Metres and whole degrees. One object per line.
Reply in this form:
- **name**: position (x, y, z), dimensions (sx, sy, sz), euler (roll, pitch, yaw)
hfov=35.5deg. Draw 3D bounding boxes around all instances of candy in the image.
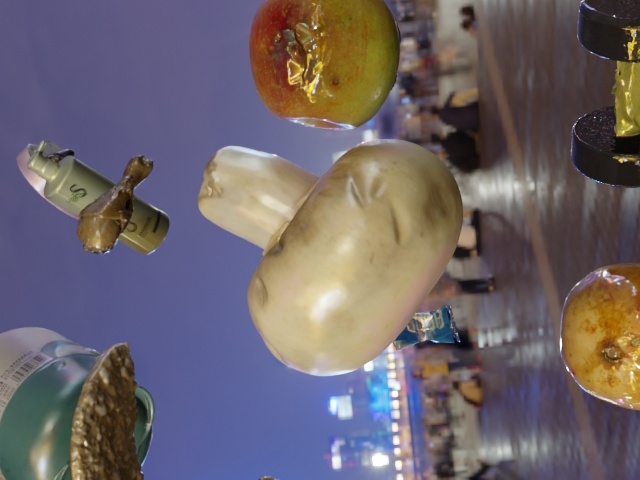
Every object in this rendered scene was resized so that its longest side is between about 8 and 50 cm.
- **candy**: position (0.188, 0.167, 1.875), dimensions (0.038, 0.136, 0.088), euler (-78, -27, -53)

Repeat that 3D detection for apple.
- **apple**: position (0.010, -0.247, 1.343), dimensions (0.174, 0.207, 0.188), euler (170, 99, -72)

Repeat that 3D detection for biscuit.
- **biscuit**: position (-0.252, 0.255, 1.183), dimensions (0.133, 0.032, 0.250), euler (-21, -72, -71)

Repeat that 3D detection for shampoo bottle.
- **shampoo bottle**: position (-0.385, -0.071, 1.713), dimensions (0.262, 0.085, 0.085), euler (34, -144, -32)

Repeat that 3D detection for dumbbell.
- **dumbbell**: position (0.553, -0.276, 1.774), dimensions (0.203, 0.204, 0.322), euler (-90, -5, -56)

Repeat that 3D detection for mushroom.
- **mushroom**: position (0.030, 0.014, 1.398), dimensions (0.325, 0.353, 0.353), euler (22, -123, -48)

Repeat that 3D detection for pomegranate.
- **pomegranate**: position (0.543, 0.162, 1.718), dimensions (0.270, 0.229, 0.252), euler (-6, -88, -53)

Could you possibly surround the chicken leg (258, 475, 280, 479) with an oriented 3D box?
- **chicken leg**: position (-0.103, 0.462, 1.642), dimensions (0.207, 0.101, 0.085), euler (-70, -11, -68)

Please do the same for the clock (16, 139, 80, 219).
- **clock**: position (-0.488, -0.120, 1.914), dimensions (0.172, 0.064, 0.198), euler (51, -170, -5)

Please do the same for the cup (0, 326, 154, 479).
- **cup**: position (-0.394, 0.286, 1.430), dimensions (0.219, 0.258, 0.289), euler (38, -105, -47)

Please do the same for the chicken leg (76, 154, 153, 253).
- **chicken leg**: position (-0.322, -0.062, 1.572), dimensions (0.085, 0.069, 0.198), euler (-26, 32, 52)
